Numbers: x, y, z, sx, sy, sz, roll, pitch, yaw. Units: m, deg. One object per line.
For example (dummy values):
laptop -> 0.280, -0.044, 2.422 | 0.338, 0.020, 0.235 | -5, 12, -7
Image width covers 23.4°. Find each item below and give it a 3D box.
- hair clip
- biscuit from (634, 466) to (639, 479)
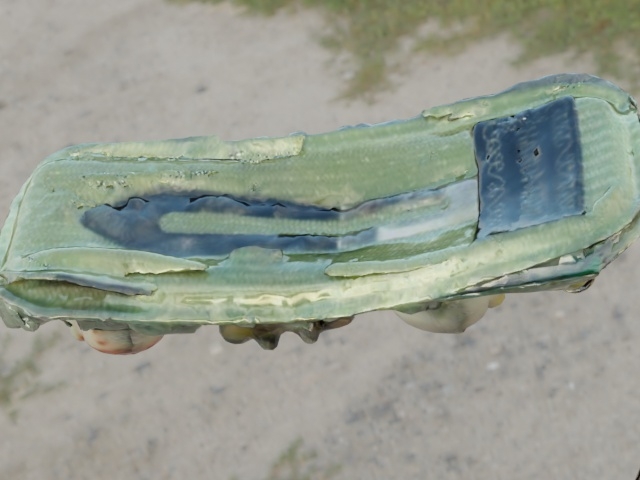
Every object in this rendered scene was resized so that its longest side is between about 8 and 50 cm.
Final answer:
hair clip -> 0.001, 0.001, 0.767 | 0.321, 0.091, 0.138 | -5, 41, 10
biscuit -> 0.154, 0.101, 0.279 | 0.289, 0.081, 0.334 | -63, 17, -4
